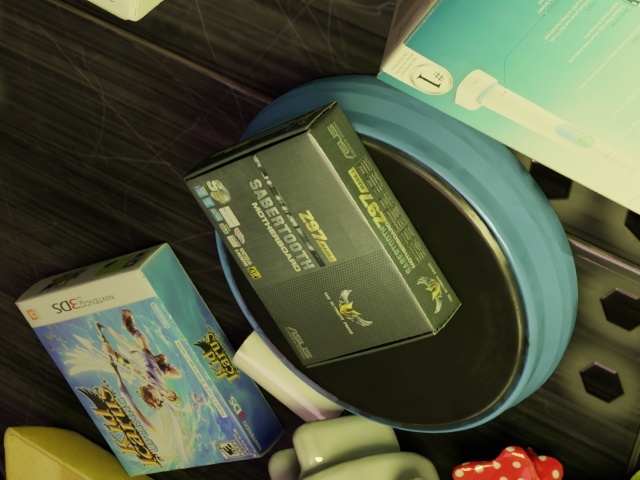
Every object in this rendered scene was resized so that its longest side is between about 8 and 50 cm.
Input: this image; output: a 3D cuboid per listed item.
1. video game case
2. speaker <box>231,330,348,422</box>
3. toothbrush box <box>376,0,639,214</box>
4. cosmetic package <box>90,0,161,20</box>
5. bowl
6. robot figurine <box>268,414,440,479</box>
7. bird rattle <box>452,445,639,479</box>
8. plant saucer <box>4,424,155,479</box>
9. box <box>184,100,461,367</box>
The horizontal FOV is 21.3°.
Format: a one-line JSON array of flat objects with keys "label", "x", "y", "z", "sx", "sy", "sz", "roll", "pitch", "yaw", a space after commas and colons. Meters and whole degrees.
[{"label": "video game case", "x": -0.204, "y": 0.148, "z": 1.998, "sx": 0.244, "sy": 0.061, "sz": 0.269, "roll": -15, "pitch": 112, "yaw": 45}, {"label": "speaker", "x": -0.031, "y": 0.154, "z": 1.869, "sx": 0.136, "sy": 0.055, "sz": 0.055, "roll": 38, "pitch": 138, "yaw": 9}, {"label": "toothbrush box", "x": 0.227, "y": -0.158, "z": 1.295, "sx": 0.295, "sy": 0.126, "sz": 0.216, "roll": 26, "pitch": 140, "yaw": -12}, {"label": "cosmetic package", "x": -0.277, "y": -0.393, "z": 1.559, "sx": 0.385, "sy": 0.156, "sz": 0.217, "roll": 27, "pitch": 137, "yaw": 18}, {"label": "bowl", "x": 0.062, "y": 0.025, "z": 1.679, "sx": 0.391, "sy": 0.077, "sz": 0.391, "roll": 21, "pitch": 132, "yaw": 24}, {"label": "robot figurine", "x": 0.059, "y": 0.358, "z": 1.759, "sx": 0.300, "sy": 0.200, "sz": 0.353, "roll": -57, "pitch": 47, "yaw": 52}, {"label": "bird rattle", "x": 0.243, "y": 0.306, "z": 1.660, "sx": 0.253, "sy": 0.143, "sz": 0.207, "roll": 0, "pitch": 80, "yaw": 26}, {"label": "plant saucer", "x": -0.253, "y": 0.394, "z": 2.203, "sx": 0.333, "sy": 0.081, "sz": 0.333, "roll": 29, "pitch": 139, "yaw": 18}, {"label": "box", "x": 0.000, "y": 0.000, "z": 1.606, "sx": 0.183, "sy": 0.059, "sz": 0.233, "roll": -18, "pitch": 110, "yaw": 44}]
